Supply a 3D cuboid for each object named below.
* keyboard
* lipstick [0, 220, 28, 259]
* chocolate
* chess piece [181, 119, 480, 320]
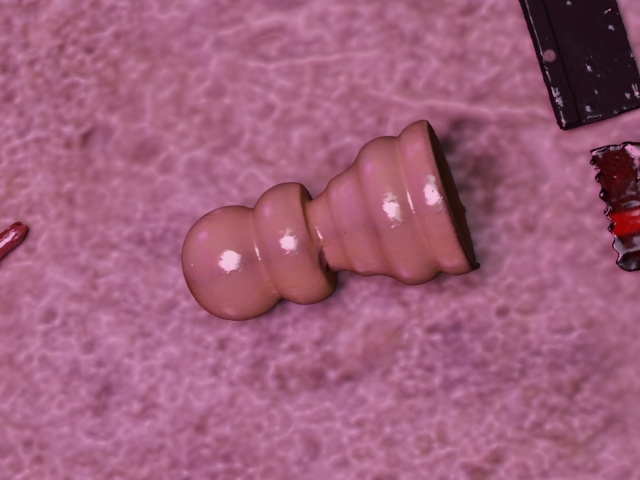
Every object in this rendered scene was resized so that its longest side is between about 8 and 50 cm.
[{"bbox_3d":[0.146,-0.165,0.993,0.060,0.018,0.195,-14,80,-2],"label":"keyboard"},{"bbox_3d":[-0.226,0.025,1.007,0.107,0.025,0.025,-42,79,-5],"label":"lipstick"},{"bbox_3d":[0.256,-0.039,0.953,0.182,0.028,0.086,-13,78,7],"label":"chocolate"},{"bbox_3d":[0.000,0.000,0.953,0.170,0.094,0.094,-20,80,8],"label":"chess piece"}]
